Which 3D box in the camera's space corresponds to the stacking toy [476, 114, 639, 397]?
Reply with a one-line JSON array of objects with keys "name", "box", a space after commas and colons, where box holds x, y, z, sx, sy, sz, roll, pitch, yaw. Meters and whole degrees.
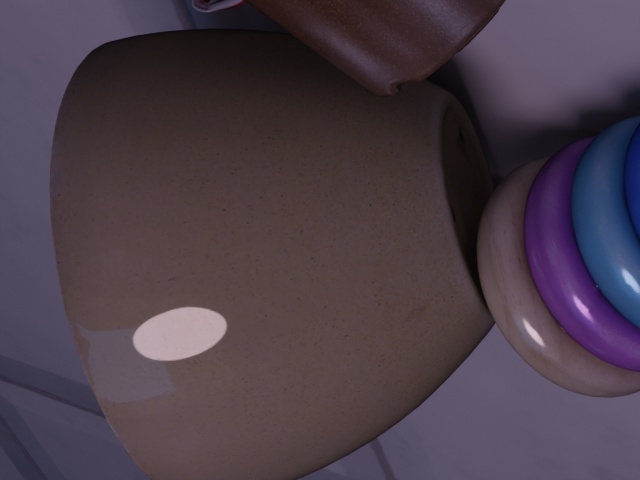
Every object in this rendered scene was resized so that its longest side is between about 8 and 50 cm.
[{"name": "stacking toy", "box": [0.220, -0.037, 0.633, 0.141, 0.141, 0.330, 42, 142, -8]}]

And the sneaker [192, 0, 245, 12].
[{"name": "sneaker", "box": [-0.077, -0.174, 0.792, 0.118, 0.067, 0.042, 24, 146, 22]}]

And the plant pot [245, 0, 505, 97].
[{"name": "plant pot", "box": [0.007, -0.165, 0.640, 0.165, 0.167, 0.167, 40, 150, -18]}]

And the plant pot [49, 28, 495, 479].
[{"name": "plant pot", "box": [0.000, 0.000, 0.792, 0.191, 0.284, 0.284, -11, 129, 19]}]
